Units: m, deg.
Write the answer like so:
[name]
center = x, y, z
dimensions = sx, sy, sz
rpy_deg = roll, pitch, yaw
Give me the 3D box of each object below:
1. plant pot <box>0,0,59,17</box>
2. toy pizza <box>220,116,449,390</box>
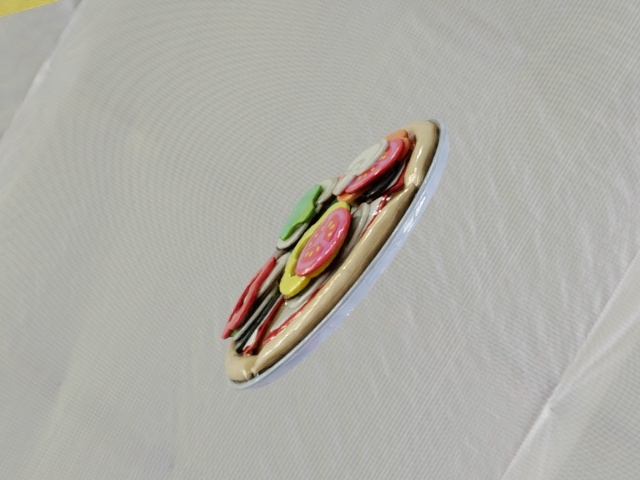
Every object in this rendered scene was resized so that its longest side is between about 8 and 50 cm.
[plant pot]
center = -0.294, -0.277, 0.610
dimensions = 0.187, 0.212, 0.212
rpy_deg = 17, -56, 23
[toy pizza]
center = 0.000, 0.000, 0.452
dimensions = 0.032, 0.201, 0.201
rpy_deg = 38, -87, -11
